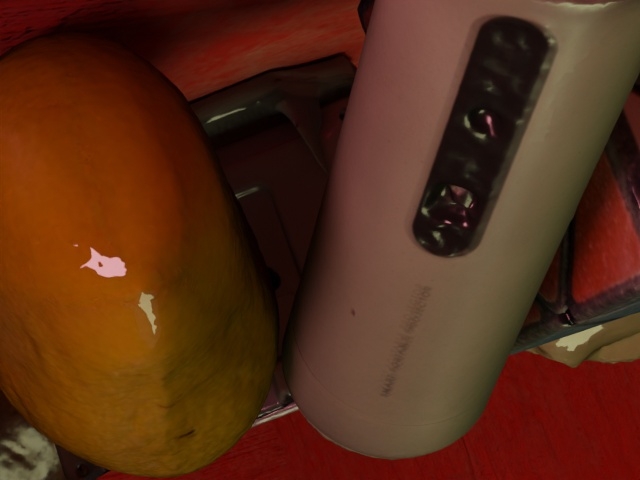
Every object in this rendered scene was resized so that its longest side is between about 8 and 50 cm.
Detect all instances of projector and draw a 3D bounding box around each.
[{"bbox_3d":[0.058,-0.031,0.768,0.108,0.108,0.337,-17,151,-21],"label":"projector"}]

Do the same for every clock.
[{"bbox_3d":[-0.060,0.017,1.069,0.253,0.186,0.083,-22,167,7],"label":"clock"}]

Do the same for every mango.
[{"bbox_3d":[-0.097,0.002,0.844,0.142,0.195,0.332,-24,161,-9],"label":"mango"}]

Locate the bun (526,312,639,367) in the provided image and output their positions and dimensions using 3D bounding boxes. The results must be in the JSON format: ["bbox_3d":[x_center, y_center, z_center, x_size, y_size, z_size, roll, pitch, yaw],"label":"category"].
[{"bbox_3d":[0.254,-0.021,1.487,0.365,0.219,0.365,-23,172,-4],"label":"bun"}]

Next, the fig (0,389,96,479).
[{"bbox_3d":[-0.251,0.127,1.320,0.235,0.214,0.235,3,162,1],"label":"fig"}]

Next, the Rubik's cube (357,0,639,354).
[{"bbox_3d":[0.167,-0.080,0.891,0.205,0.207,0.205,-16,170,-21],"label":"Rubik's cube"}]
